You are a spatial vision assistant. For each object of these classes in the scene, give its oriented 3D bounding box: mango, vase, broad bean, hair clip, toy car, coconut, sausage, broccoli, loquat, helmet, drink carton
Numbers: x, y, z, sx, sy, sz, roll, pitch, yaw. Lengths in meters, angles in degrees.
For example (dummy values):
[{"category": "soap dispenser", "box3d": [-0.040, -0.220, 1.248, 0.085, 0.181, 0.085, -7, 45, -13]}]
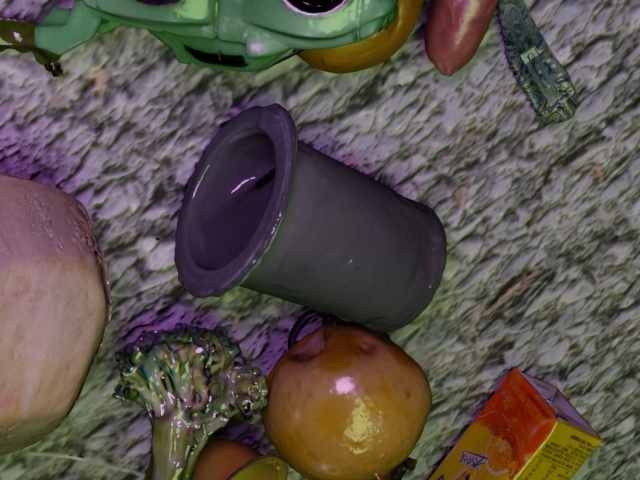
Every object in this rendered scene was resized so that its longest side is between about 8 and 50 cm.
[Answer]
[{"category": "mango", "box3d": [0.056, -0.296, 1.166, 0.147, 0.109, 0.227, 38, 102, -6]}, {"category": "vase", "box3d": [0.000, 0.000, 1.237, 0.291, 0.245, 0.245, 24, 107, -32]}, {"category": "broad bean", "box3d": [-0.378, -0.220, 1.095, 0.195, 0.046, 0.061, 5, 112, -23]}, {"category": "hair clip", "box3d": [0.280, -0.243, 1.310, 0.066, 0.036, 0.229, -34, 128, 6]}, {"category": "toy car", "box3d": [-0.097, -0.260, 1.032, 0.359, 0.213, 0.176, 12, 112, 4]}, {"category": "coconut", "box3d": [-0.406, 0.068, 1.100, 0.353, 0.352, 0.352, -8, 119, -15]}, {"category": "sausage", "box3d": [0.214, -0.402, 1.177, 0.088, 0.088, 0.433, 11, 113, -23]}, {"category": "broccoli", "box3d": [-0.156, 0.242, 1.297, 0.199, 0.274, 0.177, -13, 163, 5]}, {"category": "loquat", "box3d": [0.040, 0.230, 1.341, 0.244, 0.244, 0.243, -8, 119, -15]}, {"category": "helmet", "box3d": [-0.165, 0.371, 1.426, 0.205, 0.140, 0.257, -25, 140, -43]}, {"category": "drink carton", "box3d": [0.268, 0.388, 1.570, 0.111, 0.154, 0.351, 26, 106, -28]}]

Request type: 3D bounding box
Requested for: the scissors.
[{"category": "scissors", "box3d": [-0.019, 0.233, 1.469, 0.109, 0.022, 0.300, 8, 114, -19]}]
